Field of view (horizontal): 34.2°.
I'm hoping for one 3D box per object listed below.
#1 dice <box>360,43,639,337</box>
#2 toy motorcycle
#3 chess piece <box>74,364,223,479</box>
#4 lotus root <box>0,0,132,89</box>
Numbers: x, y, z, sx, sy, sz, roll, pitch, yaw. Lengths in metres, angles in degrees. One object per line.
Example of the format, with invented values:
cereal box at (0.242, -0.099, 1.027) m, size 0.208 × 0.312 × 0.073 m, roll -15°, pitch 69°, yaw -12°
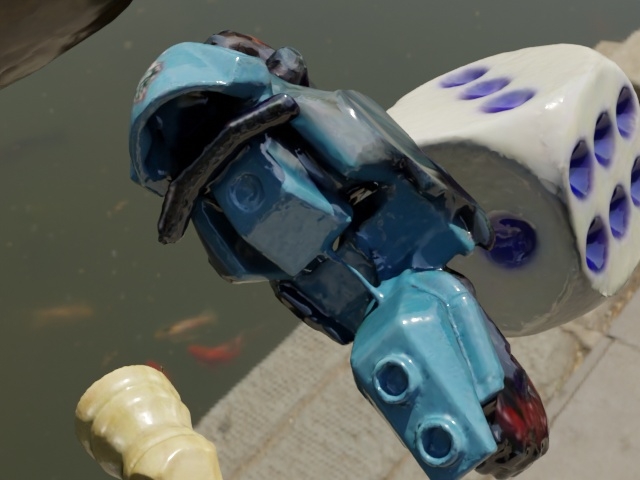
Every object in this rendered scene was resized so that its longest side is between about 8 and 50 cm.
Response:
dice at (0.211, -0.060, 1.161) m, size 0.251 × 0.243 × 0.259 m, roll -5°, pitch 24°, yaw 38°
toy motorcycle at (0.000, 0.000, 0.744) m, size 0.416 × 0.172 × 0.232 m, roll 56°, pitch 26°, yaw 18°
chess piece at (-0.146, 0.269, 1.111) m, size 0.137 × 0.137 × 0.301 m, roll -27°, pitch 46°, yaw -23°
lotus root at (-0.252, -0.133, 0.377) m, size 0.346 × 0.250 × 0.250 m, roll -24°, pitch 46°, yaw -5°
